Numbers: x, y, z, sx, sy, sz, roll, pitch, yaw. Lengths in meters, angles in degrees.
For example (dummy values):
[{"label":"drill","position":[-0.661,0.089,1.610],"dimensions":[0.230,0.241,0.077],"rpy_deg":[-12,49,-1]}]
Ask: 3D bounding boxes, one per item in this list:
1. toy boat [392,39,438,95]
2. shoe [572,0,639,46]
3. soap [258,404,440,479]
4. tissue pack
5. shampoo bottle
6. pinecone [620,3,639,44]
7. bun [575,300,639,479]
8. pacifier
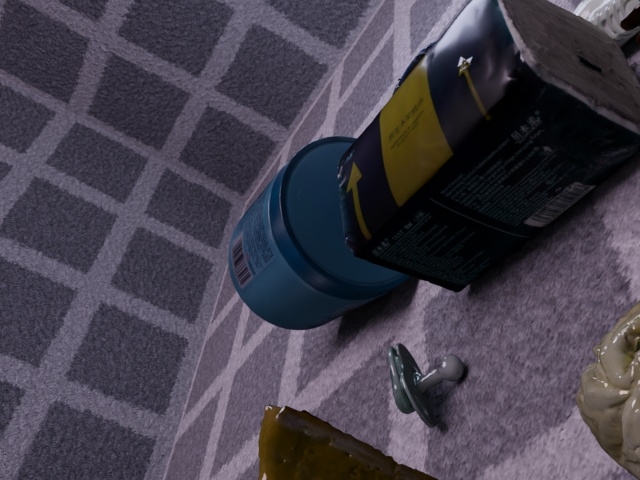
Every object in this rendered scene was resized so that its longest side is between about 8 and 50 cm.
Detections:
[{"label":"toy boat","position":[0.264,-0.423,1.732],"dimensions":[0.223,0.100,0.097],"rpy_deg":[-57,7,24]},{"label":"shoe","position":[0.453,-0.347,0.981],"dimensions":[0.265,0.095,0.110],"rpy_deg":[-47,6,37]},{"label":"soap","position":[0.012,0.339,0.820],"dimensions":[0.304,0.338,0.169],"rpy_deg":[-38,27,53]},{"label":"tissue pack","position":[0.236,-0.135,1.011],"dimensions":[0.416,0.264,0.253],"rpy_deg":[-50,33,41]},{"label":"shampoo bottle","position":[0.000,0.000,1.442],"dimensions":[0.342,0.331,0.331],"rpy_deg":[-38,28,57]},{"label":"pinecone","position":[0.454,-0.330,0.765],"dimensions":[0.228,0.201,0.202],"rpy_deg":[-13,5,33]},{"label":"bun","position":[0.321,0.112,0.587],"dimensions":[0.229,0.145,0.229],"rpy_deg":[-57,18,29]},{"label":"pacifier","position":[0.161,0.205,1.030],"dimensions":[0.116,0.127,0.150],"rpy_deg":[-31,18,16]}]
